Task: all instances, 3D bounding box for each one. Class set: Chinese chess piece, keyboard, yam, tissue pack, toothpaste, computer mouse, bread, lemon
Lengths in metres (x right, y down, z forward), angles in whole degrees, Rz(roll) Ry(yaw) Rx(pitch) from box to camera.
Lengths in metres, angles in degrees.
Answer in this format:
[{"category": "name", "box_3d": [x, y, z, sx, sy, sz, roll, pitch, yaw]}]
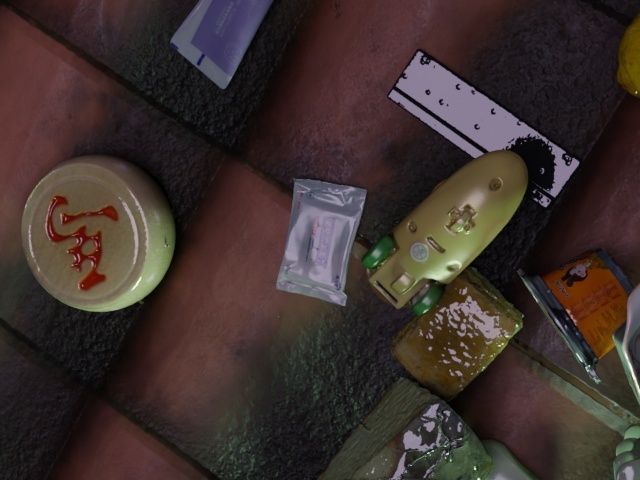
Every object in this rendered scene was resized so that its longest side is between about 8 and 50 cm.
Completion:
[{"category": "Chinese chess piece", "box_3d": [-0.374, -0.013, 2.015, 0.273, 0.102, 0.273, 3, 98, 18]}, {"category": "keyboard", "box_3d": [0.246, -0.169, 1.834, 0.309, 0.018, 0.101, 36, 105, 11]}, {"category": "yam", "box_3d": [0.119, 0.372, 1.825, 0.271, 0.202, 0.201, -44, 108, -3]}, {"category": "tissue pack", "box_3d": [0.000, 0.000, 1.933, 0.122, 0.026, 0.193, 13, 101, 16]}, {"category": "toothpaste", "box_3d": [-0.107, -0.422, 1.891, 0.125, 0.080, 0.371, 40, 112, 9]}, {"category": "computer mouse", "box_3d": [0.298, 0.394, 1.874, 0.181, 0.056, 0.089, 41, 112, 9]}, {"category": "bread", "box_3d": [0.207, 0.149, 1.847, 0.138, 0.102, 0.196, 47, 110, 10]}, {"category": "lemon", "box_3d": [0.510, -0.267, 1.654, 0.207, 0.170, 0.170, -28, 88, 10]}]

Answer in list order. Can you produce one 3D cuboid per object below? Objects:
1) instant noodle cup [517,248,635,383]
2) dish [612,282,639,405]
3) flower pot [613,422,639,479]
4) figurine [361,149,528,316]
[{"category": "instant noodle cup", "box_3d": [0.395, 0.092, 1.751, 0.125, 0.177, 0.208, -35, 73, 6]}, {"category": "dish", "box_3d": [0.470, 0.136, 1.681, 0.154, 0.234, 0.064, -40, 38, -17]}, {"category": "flower pot", "box_3d": [0.599, 0.326, 1.661, 0.367, 0.254, 0.165, -11, 94, 18]}, {"category": "figurine", "box_3d": [0.190, -0.019, 1.774, 0.124, 0.222, 0.324, 44, 121, 2]}]
